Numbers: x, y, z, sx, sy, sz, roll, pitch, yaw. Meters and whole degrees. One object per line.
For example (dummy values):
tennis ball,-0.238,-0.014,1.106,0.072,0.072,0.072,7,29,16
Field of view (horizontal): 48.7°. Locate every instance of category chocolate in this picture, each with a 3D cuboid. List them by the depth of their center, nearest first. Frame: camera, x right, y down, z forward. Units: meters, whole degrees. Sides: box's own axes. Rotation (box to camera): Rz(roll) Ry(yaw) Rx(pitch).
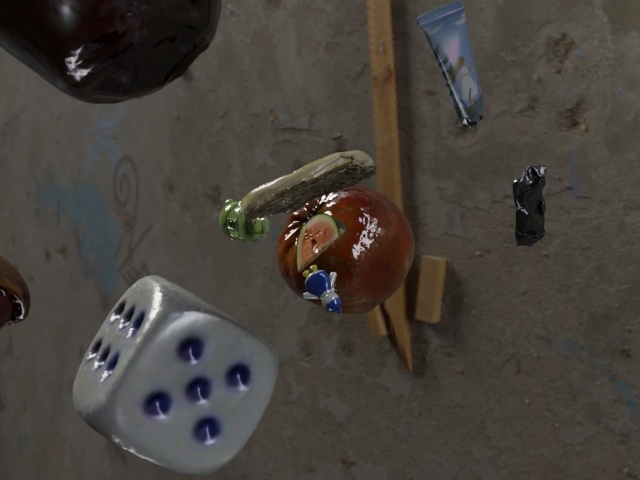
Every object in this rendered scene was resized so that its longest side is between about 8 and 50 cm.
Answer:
chocolate,-0.311,-0.370,1.032,0.331,0.384,0.383,45,128,-4

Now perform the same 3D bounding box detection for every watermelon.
watermelon,0.009,-0.004,1.502,0.163,0.068,0.087,-39,54,43

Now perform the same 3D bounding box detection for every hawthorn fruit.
hawthorn fruit,0.085,0.040,2.072,0.402,0.402,0.403,2,92,45

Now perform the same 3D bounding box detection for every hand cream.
hand cream,0.258,-0.326,1.343,0.088,0.256,0.055,-17,37,14

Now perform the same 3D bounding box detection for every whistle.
whistle,-0.176,-0.045,1.683,0.227,0.085,0.105,8,104,58

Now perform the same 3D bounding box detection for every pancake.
pancake,-0.022,-0.097,1.293,0.282,0.282,0.049,-28,84,42

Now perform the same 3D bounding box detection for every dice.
dice,-0.181,0.167,0.890,0.194,0.191,0.193,-60,25,-8

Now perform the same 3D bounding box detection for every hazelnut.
hazelnut,-0.618,0.098,1.221,0.160,0.201,0.170,40,144,36

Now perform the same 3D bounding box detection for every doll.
doll,0.008,0.120,1.689,0.098,0.058,0.143,-39,61,1

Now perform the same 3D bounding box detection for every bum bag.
bum bag,0.461,-0.069,1.542,0.049,0.087,0.198,43,149,55
